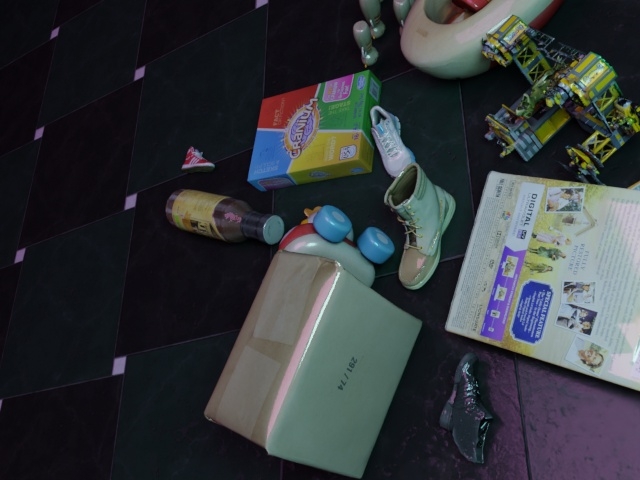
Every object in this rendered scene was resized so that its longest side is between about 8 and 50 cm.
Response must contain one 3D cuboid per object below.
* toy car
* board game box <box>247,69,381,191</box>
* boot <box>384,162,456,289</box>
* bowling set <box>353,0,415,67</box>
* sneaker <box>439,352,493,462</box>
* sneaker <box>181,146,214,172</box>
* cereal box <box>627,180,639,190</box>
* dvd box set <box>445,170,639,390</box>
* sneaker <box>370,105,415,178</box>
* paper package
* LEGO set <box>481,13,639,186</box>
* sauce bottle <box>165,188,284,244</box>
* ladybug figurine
[{"bbox_3d":[0.000,0.000,1.444,0.219,0.210,0.238,-50,31,25],"label":"toy car"},{"bbox_3d":[-0.016,-0.256,1.660,0.317,0.064,0.242,-8,63,33],"label":"board game box"},{"bbox_3d":[0.176,-0.026,1.337,0.077,0.165,0.213,14,76,40],"label":"boot"},{"bbox_3d":[0.187,-0.541,1.630,0.200,0.154,0.286,2,67,17],"label":"bowling set"},{"bbox_3d":[0.264,0.286,1.196,0.089,0.051,0.170,18,83,40],"label":"sneaker"},{"bbox_3d":[-0.327,-0.221,1.883,0.119,0.042,0.067,1,72,39],"label":"sneaker"},{"bbox_3d":[0.626,-0.033,1.092,0.173,0.047,0.240,-34,52,19],"label":"cereal box"},{"bbox_3d":[0.431,0.059,1.135,0.421,0.062,0.307,13,86,42],"label":"dvd box set"},{"bbox_3d":[0.145,-0.216,1.512,0.071,0.083,0.190,-31,54,18],"label":"sneaker"},{"bbox_3d":[0.001,0.225,1.242,0.168,0.309,0.324,14,75,42],"label":"paper package"},{"bbox_3d":[0.387,-0.231,1.238,0.192,0.255,0.331,-45,46,9],"label":"LEGO set"},{"bbox_3d":[-0.235,-0.054,1.686,0.344,0.111,0.111,13,75,41],"label":"sauce bottle"},{"bbox_3d":[0.366,-0.502,1.429,0.449,0.162,0.305,-44,40,7],"label":"ladybug figurine"}]
